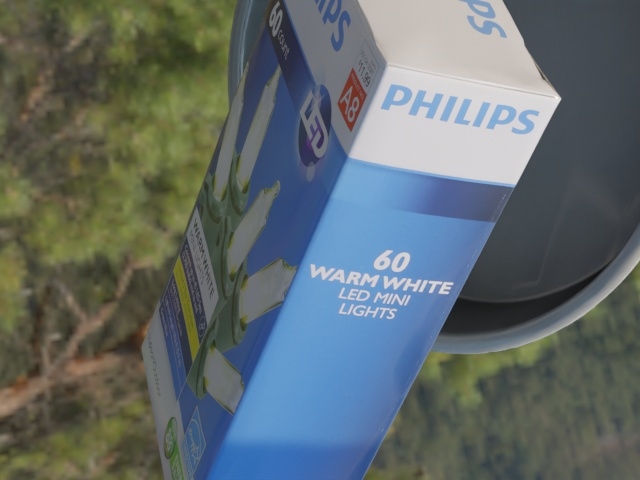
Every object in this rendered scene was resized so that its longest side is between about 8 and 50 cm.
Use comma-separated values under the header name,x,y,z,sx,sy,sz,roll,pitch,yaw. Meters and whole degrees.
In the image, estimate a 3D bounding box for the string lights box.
name,x,y,z,sx,sy,sz,roll,pitch,yaw
string lights box,0.000,0.000,0.682,0.077,0.133,0.259,8,127,-22

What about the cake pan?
name,x,y,z,sx,sy,sz,roll,pitch,yaw
cake pan,0.077,-0.086,0.862,0.293,0.293,0.054,-19,174,36
